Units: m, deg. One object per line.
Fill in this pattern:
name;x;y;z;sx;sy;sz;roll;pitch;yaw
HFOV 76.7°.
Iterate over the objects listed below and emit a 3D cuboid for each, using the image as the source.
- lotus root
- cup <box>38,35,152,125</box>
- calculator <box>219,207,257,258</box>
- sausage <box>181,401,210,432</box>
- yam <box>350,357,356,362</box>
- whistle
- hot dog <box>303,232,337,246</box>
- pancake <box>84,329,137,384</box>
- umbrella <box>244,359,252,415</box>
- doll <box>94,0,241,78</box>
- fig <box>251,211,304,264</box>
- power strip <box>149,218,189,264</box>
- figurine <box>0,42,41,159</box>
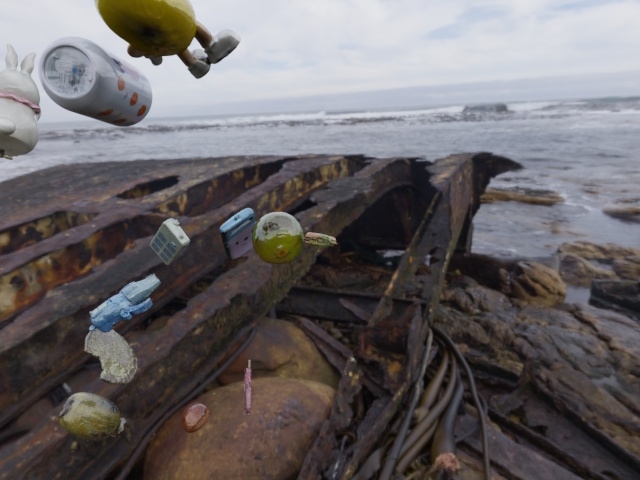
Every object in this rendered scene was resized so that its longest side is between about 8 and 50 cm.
lotus root;-0.818;0.656;1.487;0.154;0.278;0.154;-20;40;18
cup;-0.671;-0.468;1.219;0.213;0.212;0.317;-3;10;-2
calculator;-0.342;-0.027;1.728;0.173;0.293;0.051;-39;70;-23
sausage;-0.422;0.589;1.351;0.089;0.083;0.300;-36;-8;-28
yam;0.135;0.495;1.663;0.021;0.021;0.116;0;-20;8
whistle;-0.673;0.216;1.398;0.269;0.093;0.180;-38;38;-24
hot dog;0.000;0.000;1.556;0.133;0.056;0.041;8;28;-2
pancake;-0.749;0.412;1.459;0.029;0.235;0.212;-33;-8;8
umbrella;-0.222;0.448;1.239;0.027;0.165;0.025;-29;-40;30
doll;-0.439;-0.654;1.219;0.348;0.161;0.423;-27;-23;-5
fig;-0.170;-0.024;1.608;0.208;0.207;0.229;-4;58;-5
power strip;-0.597;0.008;1.600;0.046;0.118;0.270;-39;3;-41
figurine;-0.726;-0.325;0.958;0.127;0.235;0.155;6;-21;-23
